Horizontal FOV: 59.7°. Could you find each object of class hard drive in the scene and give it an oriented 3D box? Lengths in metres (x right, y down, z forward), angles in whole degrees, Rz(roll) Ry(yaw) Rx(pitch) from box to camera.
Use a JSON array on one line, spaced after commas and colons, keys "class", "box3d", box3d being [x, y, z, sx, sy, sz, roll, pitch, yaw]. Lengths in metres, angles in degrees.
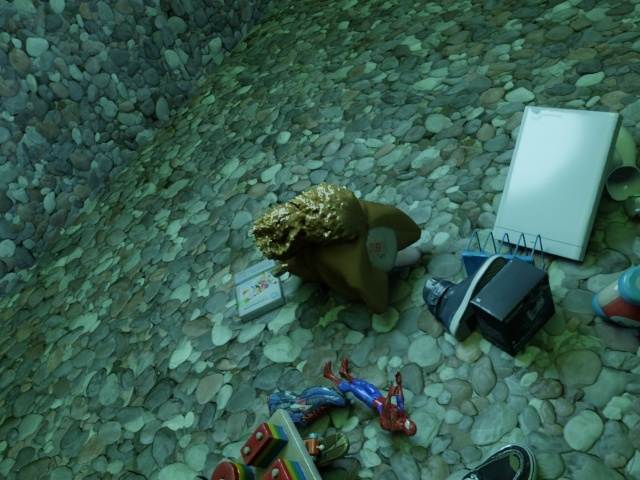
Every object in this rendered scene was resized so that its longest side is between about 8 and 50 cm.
[{"class": "hard drive", "box3d": [0.583, -0.149, 1.394, 0.233, 0.047, 0.354, 19, 99, 43]}]

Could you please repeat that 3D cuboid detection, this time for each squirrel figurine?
[{"class": "squirrel figurine", "box3d": [0.000, 0.000, 1.513, 0.370, 0.397, 0.281, -1, 58, 48]}]

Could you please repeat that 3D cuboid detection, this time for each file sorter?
[{"class": "file sorter", "box3d": [0.457, 0.047, 1.383, 0.170, 0.118, 0.105, 5, 47, 34]}]

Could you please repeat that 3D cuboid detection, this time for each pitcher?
[{"class": "pitcher", "box3d": [0.746, -0.231, 1.434, 0.125, 0.178, 0.207, -21, 42, 25]}]

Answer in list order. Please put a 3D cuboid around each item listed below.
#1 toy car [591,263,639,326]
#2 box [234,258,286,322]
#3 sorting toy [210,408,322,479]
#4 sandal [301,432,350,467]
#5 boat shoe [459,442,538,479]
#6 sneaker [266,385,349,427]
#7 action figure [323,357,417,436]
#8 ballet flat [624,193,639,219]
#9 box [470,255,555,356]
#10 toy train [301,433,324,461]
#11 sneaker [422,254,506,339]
[{"class": "toy car", "box3d": [0.709, 0.148, 1.112, 0.210, 0.219, 0.238, -33, 69, -1]}, {"class": "box", "box3d": [-0.191, 0.150, 1.737, 0.145, 0.038, 0.186, -25, 42, 8]}, {"class": "sorting toy", "box3d": [-0.132, 0.543, 1.209, 0.256, 0.089, 0.257, -52, 40, 11]}, {"class": "sandal", "box3d": [0.004, 0.485, 1.276, 0.180, 0.049, 0.072, -28, 50, 33]}, {"class": "boat shoe", "box3d": [0.294, 0.495, 1.055, 0.301, 0.102, 0.108, -40, 42, -9]}, {"class": "sneaker", "box3d": [-0.030, 0.414, 1.364, 0.221, 0.083, 0.087, -16, 56, 25]}, {"class": "action figure", "box3d": [0.128, 0.334, 1.291, 0.280, 0.091, 0.139, 34, 116, 45]}, {"class": "ballet flat", "box3d": [0.848, -0.090, 1.331, 0.213, 0.072, 0.068, -11, 73, 24]}, {"class": "box", "box3d": [0.438, 0.151, 1.262, 0.156, 0.158, 0.093, -43, 42, -12]}, {"class": "toy train", "box3d": [-0.051, 0.517, 1.241, 0.125, 0.046, 0.167, -21, 55, 44]}, {"class": "sneaker", "box3d": [0.342, 0.104, 1.366, 0.226, 0.086, 0.163, -62, 35, 16]}]
